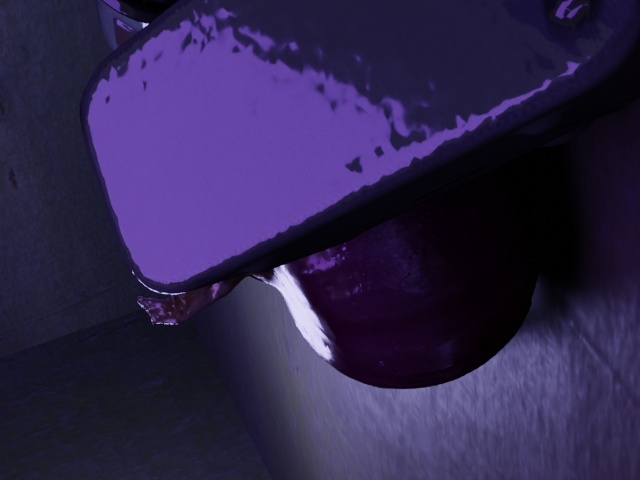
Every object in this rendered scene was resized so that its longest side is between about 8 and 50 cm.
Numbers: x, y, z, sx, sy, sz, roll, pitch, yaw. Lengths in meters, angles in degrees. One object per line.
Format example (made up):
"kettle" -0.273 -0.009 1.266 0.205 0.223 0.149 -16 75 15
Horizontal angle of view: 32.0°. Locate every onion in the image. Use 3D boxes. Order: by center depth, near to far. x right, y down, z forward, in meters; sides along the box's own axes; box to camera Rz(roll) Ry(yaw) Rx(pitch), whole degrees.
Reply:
"onion" 0.037 -0.012 1.046 0.358 0.345 0.358 36 157 18

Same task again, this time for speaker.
"speaker" 0.046 -0.110 0.727 0.406 0.184 0.183 -27 80 36

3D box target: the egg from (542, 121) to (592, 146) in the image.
"egg" 0.158 -0.136 0.822 0.103 0.103 0.135 170 83 -76

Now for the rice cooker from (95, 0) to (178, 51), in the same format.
"rice cooker" -0.195 -0.372 1.541 0.316 0.264 0.317 27 161 10
